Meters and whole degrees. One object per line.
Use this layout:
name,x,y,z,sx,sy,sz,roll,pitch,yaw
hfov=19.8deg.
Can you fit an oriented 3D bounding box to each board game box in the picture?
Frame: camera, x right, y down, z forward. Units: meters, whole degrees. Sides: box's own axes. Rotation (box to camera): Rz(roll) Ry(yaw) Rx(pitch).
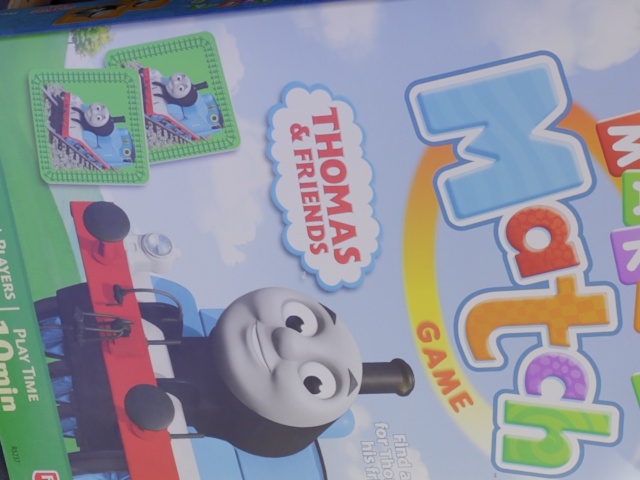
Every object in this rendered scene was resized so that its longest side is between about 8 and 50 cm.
board game box,0.003,0.008,0.507,0.211,0.039,0.160,-4,109,17

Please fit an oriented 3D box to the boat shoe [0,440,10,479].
boat shoe,-0.082,0.118,0.737,0.137,0.049,0.043,48,136,13

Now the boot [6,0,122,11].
boot,0.000,0.000,0.574,0.207,0.090,0.248,28,128,16
